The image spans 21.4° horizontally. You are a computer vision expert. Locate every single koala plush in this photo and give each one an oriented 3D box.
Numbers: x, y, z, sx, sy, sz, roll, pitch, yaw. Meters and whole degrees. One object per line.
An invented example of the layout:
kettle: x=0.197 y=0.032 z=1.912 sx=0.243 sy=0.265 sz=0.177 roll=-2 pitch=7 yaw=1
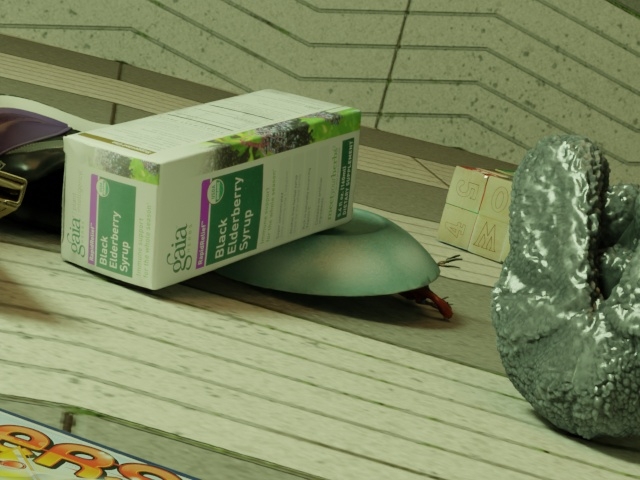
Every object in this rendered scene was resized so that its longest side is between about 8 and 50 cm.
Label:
koala plush: x=0.236 y=0.062 z=1.144 sx=0.196 sy=0.203 sz=0.221 roll=6 pitch=-20 yaw=39

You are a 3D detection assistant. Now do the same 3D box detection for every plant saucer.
plant saucer: x=0.000 y=0.000 z=1.351 sx=0.195 sy=0.037 sz=0.195 roll=3 pitch=14 yaw=-1

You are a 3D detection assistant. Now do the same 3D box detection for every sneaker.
sneaker: x=-0.143 y=-0.035 z=1.326 sx=0.283 sy=0.107 sz=0.124 roll=3 pitch=24 yaw=-31

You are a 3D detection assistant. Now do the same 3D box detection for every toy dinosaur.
toy dinosaur: x=0.079 y=0.045 z=1.393 sx=0.090 sy=0.047 sz=0.082 roll=-18 pitch=18 yaw=3

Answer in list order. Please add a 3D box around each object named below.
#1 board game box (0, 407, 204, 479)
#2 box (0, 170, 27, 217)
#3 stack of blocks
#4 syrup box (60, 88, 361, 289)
board game box: x=-0.133 y=0.094 z=0.619 sx=0.201 sy=0.035 sz=0.136 roll=17 pitch=9 yaw=14
box: x=-0.281 y=-0.040 z=1.049 sx=0.164 sy=0.021 sz=0.201 roll=17 pitch=-11 yaw=-19
stack of blocks: x=0.297 y=0.003 z=1.817 sx=0.297 sy=0.087 sz=0.171 roll=20 pitch=10 yaw=34
syrup box: x=-0.077 y=-0.043 z=1.243 sx=0.096 sy=0.093 sz=0.237 roll=16 pitch=22 yaw=32
